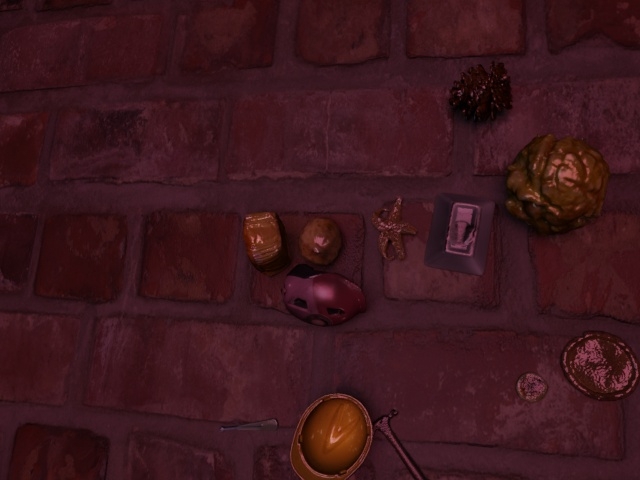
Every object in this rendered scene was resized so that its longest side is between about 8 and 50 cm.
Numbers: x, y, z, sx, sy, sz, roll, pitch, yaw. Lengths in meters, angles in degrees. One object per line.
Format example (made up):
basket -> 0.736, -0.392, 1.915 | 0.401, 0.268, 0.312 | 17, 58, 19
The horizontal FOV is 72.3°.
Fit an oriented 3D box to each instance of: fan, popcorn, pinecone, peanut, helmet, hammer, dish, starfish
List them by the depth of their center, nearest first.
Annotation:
popcorn -> 0.647, -0.160, 1.206 | 0.282, 0.282, 0.247 | 23, 74, 15
hammer -> 0.256, 0.641, 1.253 | 0.125, 0.027, 0.297 | -39, 74, 1
helmet -> 0.039, 0.562, 1.254 | 0.205, 0.140, 0.257 | 33, 81, 17
helmet -> -0.006, 0.180, 1.303 | 0.253, 0.198, 0.154 | 30, 61, 27
dish -> 0.425, -0.029, 1.327 | 0.182, 0.080, 0.243 | 10, 82, 13
pinecone -> 0.500, -0.455, 1.360 | 0.195, 0.150, 0.179 | -5, 78, 11
fan -> -0.225, 0.584, 1.369 | 0.193, 0.016, 0.038 | -10, 79, 9
starfish -> 0.231, -0.042, 1.384 | 0.150, 0.053, 0.209 | 12, 80, 9
peanut -> 0.000, 0.000, 1.396 | 0.141, 0.109, 0.159 | 23, 72, 4

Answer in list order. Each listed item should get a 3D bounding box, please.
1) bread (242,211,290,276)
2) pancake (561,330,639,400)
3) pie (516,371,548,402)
bread -> -0.161, 0.013, 1.338 | 0.119, 0.288, 0.152 | -13, 77, -1
pancake -> 0.774, 0.344, 1.208 | 0.199, 0.021, 0.199 | -2, 77, 11
pie -> 0.594, 0.415, 1.233 | 0.085, 0.017, 0.085 | -3, 78, 12
